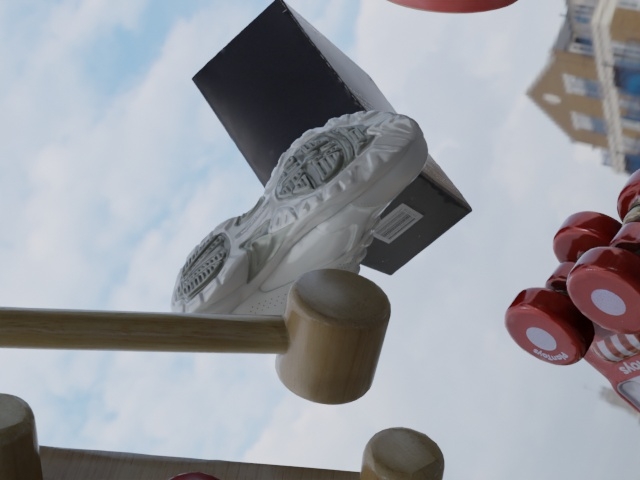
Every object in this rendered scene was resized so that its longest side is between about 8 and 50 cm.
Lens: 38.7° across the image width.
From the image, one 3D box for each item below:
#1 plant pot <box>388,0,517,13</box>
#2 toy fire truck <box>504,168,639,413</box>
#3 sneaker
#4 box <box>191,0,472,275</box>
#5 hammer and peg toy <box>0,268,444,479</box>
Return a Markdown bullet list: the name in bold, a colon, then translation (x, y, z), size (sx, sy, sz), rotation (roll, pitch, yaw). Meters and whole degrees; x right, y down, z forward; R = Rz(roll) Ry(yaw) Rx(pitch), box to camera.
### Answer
- **plant pot**: translation (0.144, -0.390, 0.958), size (0.275, 0.275, 0.243), rotation (-46, -33, -42)
- **toy fire truck**: translation (0.375, 0.080, 1.004), size (0.169, 0.254, 0.302), rotation (-51, 2, -30)
- **sneaker**: translation (0.000, 0.000, 0.675), size (0.115, 0.232, 0.090), rotation (35, -152, -32)
- **box**: translation (0.028, -0.139, 1.360), size (0.179, 0.312, 0.343), rotation (-39, -24, 14)
- **hammer and peg toy**: translation (-0.067, 0.155, 0.398), size (0.361, 0.266, 0.127), rotation (-87, 2, -58)
